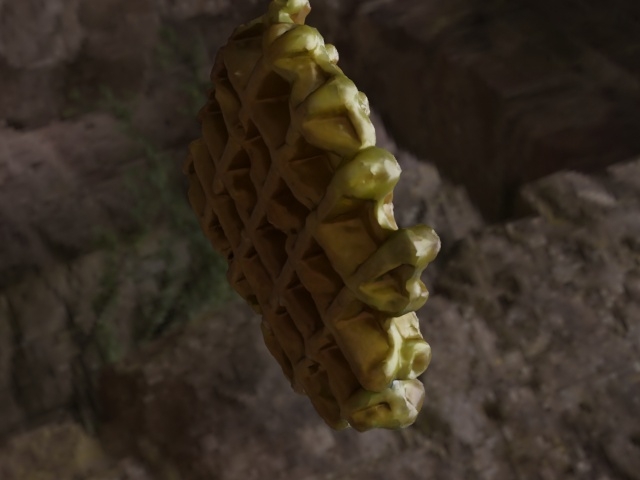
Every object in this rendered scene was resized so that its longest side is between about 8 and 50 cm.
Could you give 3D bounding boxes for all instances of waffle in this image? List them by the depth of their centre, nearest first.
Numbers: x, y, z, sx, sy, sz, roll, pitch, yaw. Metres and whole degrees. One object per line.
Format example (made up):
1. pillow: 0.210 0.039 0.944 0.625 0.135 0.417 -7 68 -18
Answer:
1. waffle: 0.001 0.000 0.923 0.219 0.057 0.229 64 -22 17
